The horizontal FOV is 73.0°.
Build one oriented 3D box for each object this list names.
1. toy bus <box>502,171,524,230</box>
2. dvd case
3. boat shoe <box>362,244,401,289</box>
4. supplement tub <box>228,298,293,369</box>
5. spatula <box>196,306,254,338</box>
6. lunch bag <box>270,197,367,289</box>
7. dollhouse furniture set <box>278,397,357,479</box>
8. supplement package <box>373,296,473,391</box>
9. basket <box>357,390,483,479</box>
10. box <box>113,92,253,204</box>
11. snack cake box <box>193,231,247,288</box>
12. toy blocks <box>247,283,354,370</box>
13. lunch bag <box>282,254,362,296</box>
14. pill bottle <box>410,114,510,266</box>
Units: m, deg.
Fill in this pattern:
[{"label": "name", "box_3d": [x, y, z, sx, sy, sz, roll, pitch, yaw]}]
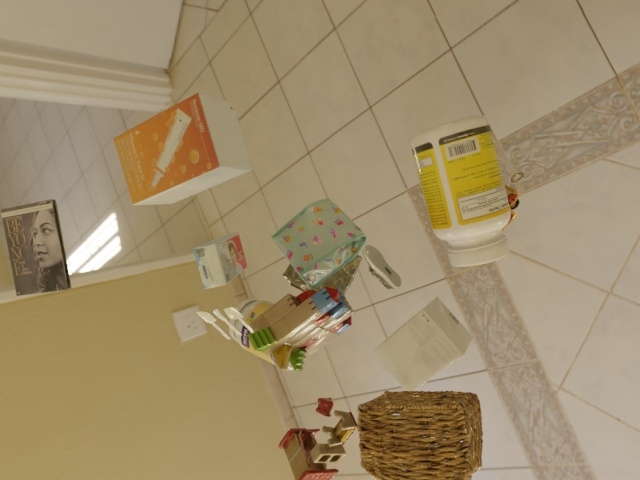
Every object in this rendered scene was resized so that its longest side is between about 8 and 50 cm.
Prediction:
[{"label": "toy bus", "box_3d": [0.576, -0.094, 1.393, 0.104, 0.191, 0.202, 38, 146, -26]}, {"label": "dvd case", "box_3d": [-0.700, 0.020, 1.063, 0.164, 0.018, 0.221, -8, 92, 16]}, {"label": "boat shoe", "box_3d": [0.223, 0.111, 1.680, 0.070, 0.078, 0.219, -25, 113, 43]}, {"label": "supplement tub", "box_3d": [-0.218, 0.406, 1.923, 0.331, 0.241, 0.241, 16, 108, 32]}, {"label": "spatula", "box_3d": [-0.360, 0.332, 1.716, 0.168, 0.242, 0.019, -13, 49, 13]}, {"label": "lunch bag", "box_3d": [0.000, 0.000, 1.488, 0.262, 0.160, 0.223, -38, 57, -5]}, {"label": "dollhouse furniture set", "box_3d": [0.010, 0.746, 1.634, 0.374, 0.152, 0.201, -58, 36, 19]}, {"label": "supplement package", "box_3d": [0.376, 0.379, 1.582, 0.199, 0.198, 0.263, 50, 116, 14]}, {"label": "basket", "box_3d": [0.276, 0.529, 1.164, 0.299, 0.223, 0.214, -11, 77, 27]}, {"label": "box", "box_3d": [-0.409, -0.257, 1.288, 0.345, 0.168, 0.215, -18, 89, 25]}, {"label": "snack cake box", "box_3d": [-0.367, 0.068, 1.622, 0.089, 0.264, 0.152, -13, 98, 10]}, {"label": "toy blocks", "box_3d": [-0.022, 0.234, 1.299, 0.261, 0.381, 0.191, -37, 62, 6]}, {"label": "lunch bag", "box_3d": [0.022, 0.135, 1.920, 0.287, 0.169, 0.235, 22, 71, 25]}, {"label": "pill bottle", "box_3d": [0.348, -0.115, 1.052, 0.187, 0.188, 0.334, -11, 97, 39]}]
